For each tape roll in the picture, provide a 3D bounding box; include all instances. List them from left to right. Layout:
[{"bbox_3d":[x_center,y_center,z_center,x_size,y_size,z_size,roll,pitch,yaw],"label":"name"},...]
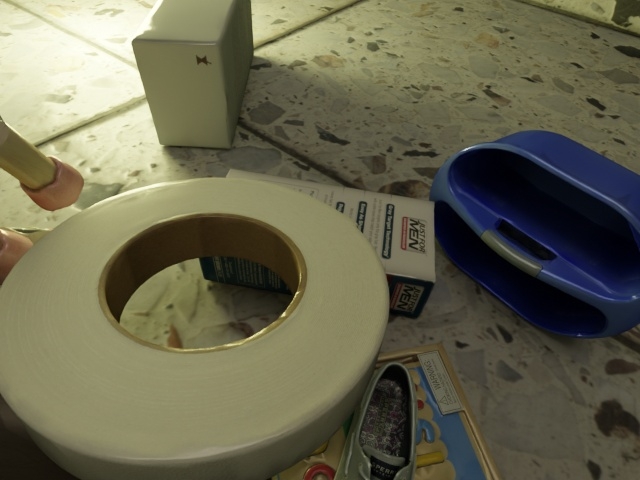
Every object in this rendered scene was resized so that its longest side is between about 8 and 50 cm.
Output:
[{"bbox_3d":[-0.119,0.058,0.459,0.392,0.072,0.392,3,39,-3],"label":"tape roll"}]

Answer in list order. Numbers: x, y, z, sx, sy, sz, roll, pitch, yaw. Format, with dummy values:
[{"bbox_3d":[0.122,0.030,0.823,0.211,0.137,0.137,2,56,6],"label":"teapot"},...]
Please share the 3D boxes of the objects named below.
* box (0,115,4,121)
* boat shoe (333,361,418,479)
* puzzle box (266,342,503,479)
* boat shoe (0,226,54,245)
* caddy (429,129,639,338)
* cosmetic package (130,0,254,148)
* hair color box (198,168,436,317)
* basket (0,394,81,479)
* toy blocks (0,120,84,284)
[{"bbox_3d":[-0.827,-0.189,0.722,0.313,0.179,0.343,8,49,3],"label":"box"},{"bbox_3d":[0.055,0.229,0.429,0.079,0.081,0.227,13,49,6],"label":"boat shoe"},{"bbox_3d":[0.077,0.319,0.442,0.272,0.052,0.408,-8,50,-11],"label":"puzzle box"},{"bbox_3d":[-0.475,0.000,0.680,0.137,0.049,0.043,-1,7,-3],"label":"boat shoe"},{"bbox_3d":[0.324,-0.013,0.633,0.179,0.241,0.341,-29,56,-32],"label":"caddy"},{"bbox_3d":[-0.259,-0.438,0.959,0.162,0.230,0.453,2,48,-3],"label":"cosmetic package"},{"bbox_3d":[0.000,0.000,0.678,0.348,0.105,0.173,10,49,4],"label":"hair color box"},{"bbox_3d":[-0.228,0.208,0.451,0.227,0.154,0.204,15,43,4],"label":"basket"},{"bbox_3d":[-0.485,0.011,0.538,0.289,0.260,0.308,18,71,9],"label":"toy blocks"}]
